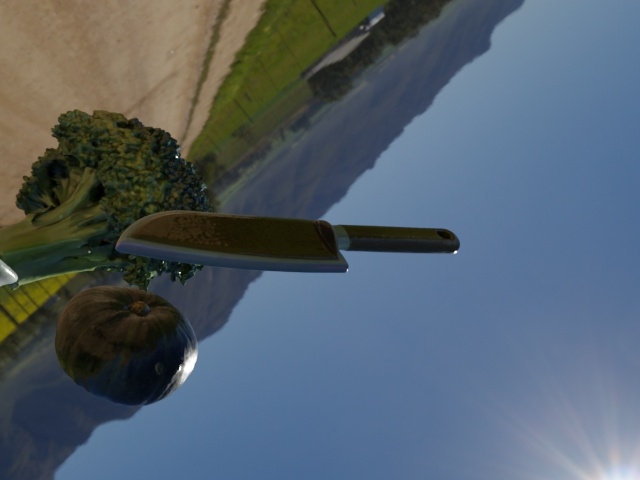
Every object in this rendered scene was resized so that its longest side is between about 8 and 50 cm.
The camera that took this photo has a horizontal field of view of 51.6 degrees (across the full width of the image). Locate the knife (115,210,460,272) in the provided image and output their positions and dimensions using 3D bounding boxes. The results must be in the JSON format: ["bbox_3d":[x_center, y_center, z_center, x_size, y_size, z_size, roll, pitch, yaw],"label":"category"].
[{"bbox_3d":[0.000,0.001,0.537,0.342,0.061,0.027,3,128,-36],"label":"knife"}]

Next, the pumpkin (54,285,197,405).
[{"bbox_3d":[-0.407,0.222,1.393,0.300,0.300,0.207,-103,-142,-79],"label":"pumpkin"}]

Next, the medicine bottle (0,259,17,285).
[{"bbox_3d":[-0.353,0.036,0.551,0.143,0.147,0.147,-53,-166,-20],"label":"medicine bottle"}]

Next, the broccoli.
[{"bbox_3d":[-0.326,-0.063,0.954,0.375,0.249,0.301,15,-173,39],"label":"broccoli"}]
